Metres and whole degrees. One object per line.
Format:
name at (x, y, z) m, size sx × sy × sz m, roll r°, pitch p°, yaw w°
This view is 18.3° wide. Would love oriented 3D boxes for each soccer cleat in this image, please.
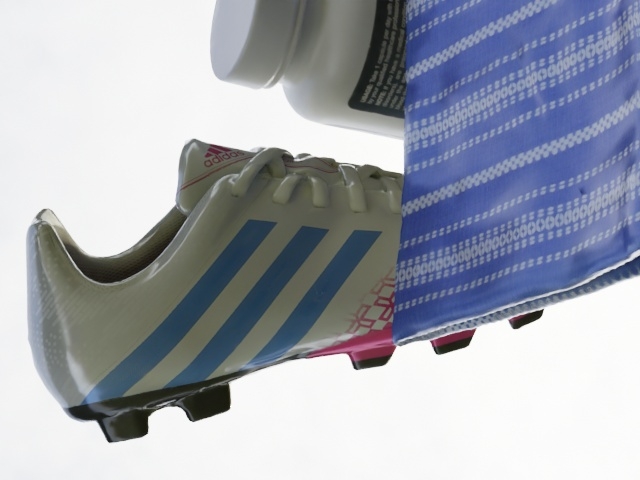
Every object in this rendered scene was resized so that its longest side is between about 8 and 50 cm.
soccer cleat at (0.000, 0.000, 1.071) m, size 0.331 × 0.116 × 0.143 m, roll -17°, pitch -82°, yaw -7°

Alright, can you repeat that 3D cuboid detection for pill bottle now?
pill bottle at (0.035, -0.113, 1.130) m, size 0.180 × 0.108 × 0.108 m, roll 10°, pitch -105°, yaw -21°

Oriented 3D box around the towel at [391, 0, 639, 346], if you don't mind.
towel at (0.095, -0.133, 0.935) m, size 0.040 × 0.243 × 0.336 m, roll 9°, pitch -105°, yaw -25°
